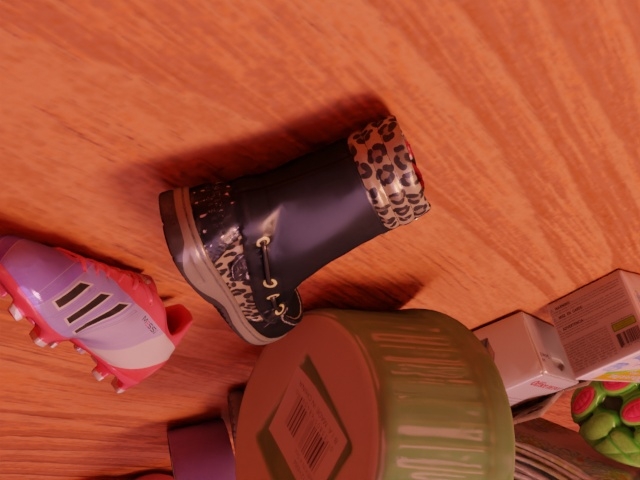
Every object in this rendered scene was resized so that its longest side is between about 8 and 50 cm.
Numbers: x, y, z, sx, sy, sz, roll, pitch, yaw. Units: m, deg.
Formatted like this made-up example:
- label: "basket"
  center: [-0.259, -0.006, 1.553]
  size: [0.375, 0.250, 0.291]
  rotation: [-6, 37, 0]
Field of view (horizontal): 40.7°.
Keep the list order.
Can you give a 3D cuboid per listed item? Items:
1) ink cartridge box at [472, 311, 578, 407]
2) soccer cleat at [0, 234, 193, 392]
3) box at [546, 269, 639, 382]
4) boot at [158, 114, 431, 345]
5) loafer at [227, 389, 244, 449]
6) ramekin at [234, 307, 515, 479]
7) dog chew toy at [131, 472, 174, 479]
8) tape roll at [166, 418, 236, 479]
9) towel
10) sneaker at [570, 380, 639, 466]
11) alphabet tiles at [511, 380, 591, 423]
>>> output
- label: "ink cartridge box"
  center: [0.221, 0.186, 1.178]
  size: [0.212, 0.093, 0.154]
  rotation: [-26, 155, 26]
- label: "soccer cleat"
  center: [-0.177, 0.045, 0.678]
  size: [0.095, 0.083, 0.248]
  rotation: [-43, 152, -10]
- label: "box"
  center: [0.407, 0.117, 1.126]
  size: [0.203, 0.103, 0.114]
  rotation: [11, 145, -45]
- label: "boot"
  center: [0.000, 0.001, 0.659]
  size: [0.179, 0.085, 0.236]
  rotation: [-21, 155, 7]
- label: "loafer"
  center: [-0.074, 0.267, 1.172]
  size: [0.087, 0.094, 0.251]
  rotation: [-8, 155, -6]
- label: "ramekin"
  center: [0.037, 0.211, 0.887]
  size: [0.148, 0.303, 0.303]
  rotation: [13, 144, -33]
- label: "dog chew toy"
  center: [-0.253, 0.467, 1.387]
  size: [0.332, 0.206, 0.207]
  rotation: [19, 139, -40]
- label: "tape roll"
  center: [-0.155, 0.343, 1.173]
  size: [0.080, 0.189, 0.189]
  rotation: [-9, 155, -12]
- label: "towel"
  center: [0.369, 0.353, 1.401]
  size: [0.321, 0.090, 0.374]
  rotation: [22, -175, 31]
- label: "sneaker"
  center: [0.624, 0.225, 1.309]
  size: [0.483, 0.185, 0.202]
  rotation: [-22, 158, 22]
- label: "alphabet tiles"
  center: [0.322, 0.220, 1.271]
  size: [0.198, 0.009, 0.237]
  rotation: [-28, 178, 40]
